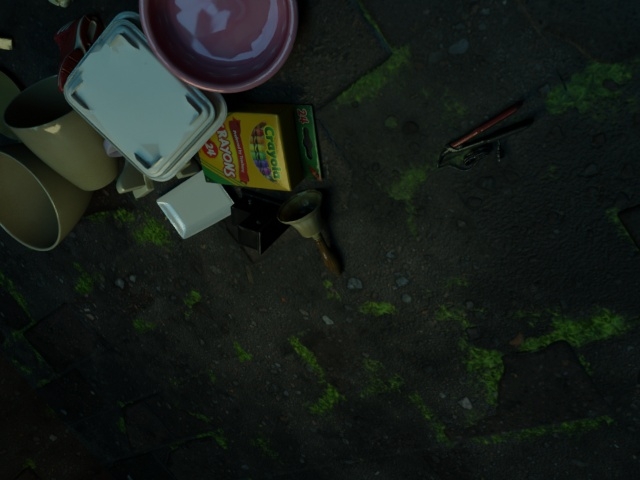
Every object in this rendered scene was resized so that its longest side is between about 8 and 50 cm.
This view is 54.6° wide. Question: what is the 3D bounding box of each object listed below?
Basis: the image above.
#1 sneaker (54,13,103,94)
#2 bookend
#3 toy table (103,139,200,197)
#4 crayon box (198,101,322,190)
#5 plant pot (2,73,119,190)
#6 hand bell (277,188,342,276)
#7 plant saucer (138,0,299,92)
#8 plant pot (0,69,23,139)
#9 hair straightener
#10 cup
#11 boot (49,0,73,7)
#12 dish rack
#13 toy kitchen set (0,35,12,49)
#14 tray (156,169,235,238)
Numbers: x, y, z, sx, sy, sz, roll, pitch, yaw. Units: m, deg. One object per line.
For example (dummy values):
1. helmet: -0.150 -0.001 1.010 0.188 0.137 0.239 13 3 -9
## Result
1. sneaker: -0.648 -0.478 1.618 0.128 0.221 0.087 8 165 40
2. bookend: -0.180 -0.052 1.615 0.157 0.156 0.072 19 129 22
3. toy table: -0.443 -0.226 1.619 0.274 0.252 0.161 -24 90 55
4. crayon box: -0.161 -0.235 1.529 0.318 0.081 0.202 7 123 27
5. plant pot: -0.675 -0.280 1.708 0.256 0.257 0.274 11 142 26
6. hand bell: 0.000 0.000 1.596 0.126 0.126 0.242 -6 130 35
7. plant saucer: -0.210 -0.485 1.316 0.331 0.084 0.332 0 119 -1
8. plant pot: -0.987 -0.432 1.943 0.236 0.032 0.236 16 127 22
9. hair straightener: 0.336 -0.192 1.271 0.230 0.047 0.089 -29 102 41
10. cup: -0.830 -0.169 1.885 0.331 0.237 0.331 17 129 22
11. boot: -0.616 -0.649 1.534 0.213 0.077 0.165 39 132 10
12. dish rack: -0.414 -0.317 1.424 0.285 0.072 0.333 -41 100 22
13. toy kitchen set: -0.948 -0.580 1.819 0.083 0.075 0.068 60 144 42
14. tray: -0.350 -0.107 1.769 0.270 0.030 0.145 -23 107 40
